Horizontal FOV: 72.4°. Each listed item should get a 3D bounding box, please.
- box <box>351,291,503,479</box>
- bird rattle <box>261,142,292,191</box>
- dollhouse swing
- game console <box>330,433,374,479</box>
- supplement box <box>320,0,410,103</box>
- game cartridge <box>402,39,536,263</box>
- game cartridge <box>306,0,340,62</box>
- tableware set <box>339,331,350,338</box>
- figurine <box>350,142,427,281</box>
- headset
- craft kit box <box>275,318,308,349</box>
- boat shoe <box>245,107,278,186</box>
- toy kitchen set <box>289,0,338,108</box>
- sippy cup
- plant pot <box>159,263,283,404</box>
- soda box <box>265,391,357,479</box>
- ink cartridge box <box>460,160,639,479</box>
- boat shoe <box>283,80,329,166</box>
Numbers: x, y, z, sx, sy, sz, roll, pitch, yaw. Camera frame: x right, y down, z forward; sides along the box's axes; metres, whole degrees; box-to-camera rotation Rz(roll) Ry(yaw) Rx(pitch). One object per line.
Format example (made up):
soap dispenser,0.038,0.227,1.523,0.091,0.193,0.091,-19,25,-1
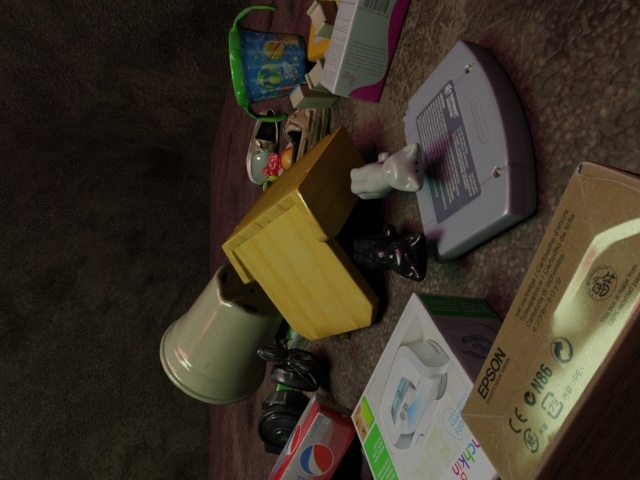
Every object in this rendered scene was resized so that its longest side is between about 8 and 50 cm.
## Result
box,0.170,0.242,0.568,0.231,0.127,0.262,-113,36,-53
bird rattle,-0.091,-0.231,1.385,0.207,0.143,0.253,-55,22,32
dollhouse swing,0.000,0.000,1.000,0.347,0.305,0.315,-31,23,49
game console,0.029,0.485,0.967,0.361,0.044,0.213,-171,87,-66
supplement box,0.089,-0.422,0.932,0.114,0.111,0.220,-120,41,-56
game cartridge,0.210,-0.135,0.648,0.196,0.060,0.294,129,141,-59
game cartridge,0.055,-0.638,1.148,0.324,0.053,0.285,-147,64,-67
tableware set,0.064,0.146,0.987,0.104,0.024,0.154,31,113,62
figurine,0.120,-0.047,0.717,0.209,0.092,0.214,-160,67,-79
headset,-0.092,0.355,1.041,0.394,0.185,0.243,116,169,-50
craft kit box,-0.083,0.194,1.297,0.246,0.061,0.249,114,151,-44
boat shoe,-0.224,-0.364,1.693,0.103,0.113,0.302,169,106,-73
toy kitchen set,0.005,-0.461,1.104,0.207,0.122,0.166,-31,75,51
sippy cup,-0.154,-0.545,1.367,0.305,0.224,0.240,88,177,-69
plant pot,-0.251,0.242,1.270,0.305,0.334,0.333,-57,33,28
soda box,-0.032,0.444,0.861,0.263,0.092,0.083,-62,9,3
ink cartridge box,0.242,0.075,0.328,0.088,0.193,0.234,-122,43,-60
boat shoe,-0.043,-0.320,1.236,0.121,0.110,0.341,132,138,-56
